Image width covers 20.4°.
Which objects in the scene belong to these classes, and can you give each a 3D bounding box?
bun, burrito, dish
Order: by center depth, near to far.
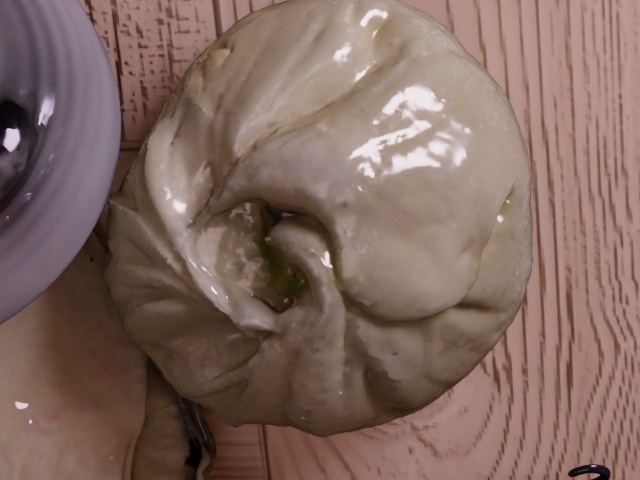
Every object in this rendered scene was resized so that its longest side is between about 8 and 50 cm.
[{"bbox_3d":[-0.250,-0.081,0.945,0.273,0.134,0.273,0,69,1],"label":"dish"},{"bbox_3d":[0.000,0.000,1.000,0.259,0.160,0.259,3,112,6],"label":"bun"},{"bbox_3d":[-0.186,0.111,1.088,0.135,0.190,0.332,-14,109,54],"label":"burrito"}]

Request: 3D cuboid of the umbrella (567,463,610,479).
[{"bbox_3d":[0.067,0.194,1.135,0.269,0.044,0.044,-24,143,25],"label":"umbrella"}]
